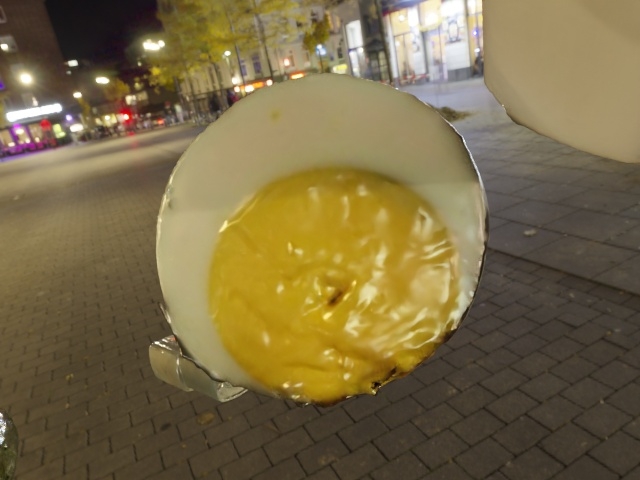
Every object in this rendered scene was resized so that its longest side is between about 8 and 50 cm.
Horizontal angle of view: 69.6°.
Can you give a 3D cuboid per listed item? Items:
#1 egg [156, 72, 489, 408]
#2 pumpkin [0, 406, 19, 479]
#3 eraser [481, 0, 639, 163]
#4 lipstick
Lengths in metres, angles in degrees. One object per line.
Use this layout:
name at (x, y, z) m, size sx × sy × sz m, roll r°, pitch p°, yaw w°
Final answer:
egg at (0.000, 0.000, 0.513) m, size 0.336 × 0.337 × 0.201 m, roll -9°, pitch 5°, yaw 6°
pumpkin at (-0.575, 0.338, 0.685) m, size 0.223 × 0.157 × 0.224 m, roll 14°, pitch 42°, yaw -12°
eraser at (0.191, -0.188, 0.318) m, size 0.095 × 0.270 × 0.174 m, roll -43°, pitch 56°, yaw -5°
lipstick at (-0.214, 0.217, 0.801) m, size 0.078 × 0.078 × 0.252 m, roll -17°, pitch 7°, yaw -40°
